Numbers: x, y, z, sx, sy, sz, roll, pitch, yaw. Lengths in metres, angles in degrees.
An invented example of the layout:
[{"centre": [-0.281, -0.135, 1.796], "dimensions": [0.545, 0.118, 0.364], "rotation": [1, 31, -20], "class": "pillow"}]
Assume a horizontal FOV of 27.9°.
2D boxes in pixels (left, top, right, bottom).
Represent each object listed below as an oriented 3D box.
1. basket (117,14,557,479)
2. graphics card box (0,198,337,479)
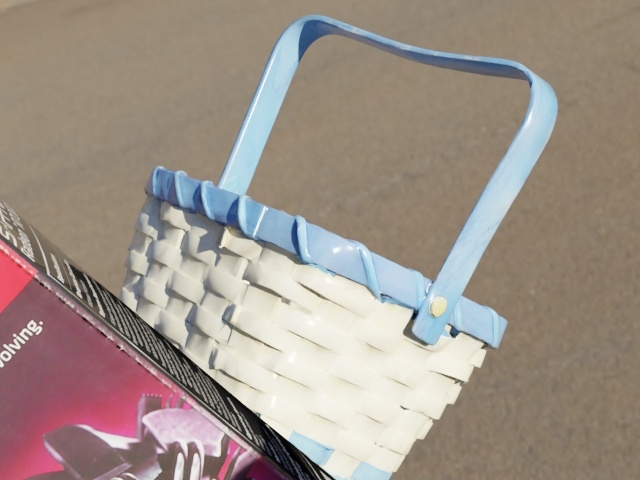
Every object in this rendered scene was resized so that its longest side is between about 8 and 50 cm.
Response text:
[{"centre": [0.000, 0.000, 0.832], "dimensions": [0.201, 0.289, 0.255], "rotation": [22, 3, -39], "class": "basket"}, {"centre": [-0.106, 0.168, 0.583], "dimensions": [0.233, 0.371, 0.094], "rotation": [-46, 28, -2], "class": "graphics card box"}]
